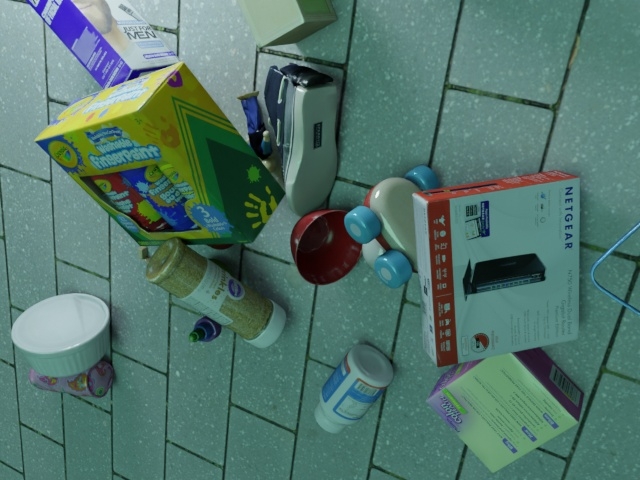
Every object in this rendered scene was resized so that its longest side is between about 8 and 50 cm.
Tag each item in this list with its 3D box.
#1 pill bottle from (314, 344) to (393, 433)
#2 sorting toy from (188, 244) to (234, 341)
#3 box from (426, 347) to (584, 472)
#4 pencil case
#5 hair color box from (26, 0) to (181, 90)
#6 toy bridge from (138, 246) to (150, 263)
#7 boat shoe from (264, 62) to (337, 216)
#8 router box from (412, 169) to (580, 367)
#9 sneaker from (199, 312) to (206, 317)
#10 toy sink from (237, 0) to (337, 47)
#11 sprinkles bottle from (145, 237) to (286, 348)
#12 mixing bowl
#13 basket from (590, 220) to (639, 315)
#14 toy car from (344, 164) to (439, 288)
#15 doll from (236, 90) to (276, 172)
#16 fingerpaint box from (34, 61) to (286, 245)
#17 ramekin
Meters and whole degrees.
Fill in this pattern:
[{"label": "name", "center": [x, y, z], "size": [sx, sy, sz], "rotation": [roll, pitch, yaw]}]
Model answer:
[{"label": "pill bottle", "center": [0.073, 0.368, 1.598], "size": [0.124, 0.124, 0.221], "rotation": [39, 122, 10]}, {"label": "sorting toy", "center": [-0.295, 0.095, 1.657], "size": [0.127, 0.126, 0.366], "rotation": [11, 103, 16]}, {"label": "box", "center": [0.397, 0.341, 1.418], "size": [0.213, 0.117, 0.243], "rotation": [46, 122, 5]}, {"label": "pencil case", "center": [-0.795, 0.432, 2.093], "size": [0.284, 0.124, 0.124], "rotation": [-2, 107, 30]}, {"label": "hair color box", "center": [-0.511, -0.498, 1.545], "size": [0.339, 0.185, 0.110], "rotation": [47, 123, 4]}, {"label": "toy bridge", "center": [-0.427, 0.067, 1.808], "size": [0.188, 0.026, 0.063], "rotation": [15, 116, 23]}, {"label": "boat shoe", "center": [-0.051, -0.230, 1.458], "size": [0.158, 0.127, 0.341], "rotation": [42, 136, 40]}, {"label": "router box", "center": [0.342, 0.052, 1.262], "size": [0.301, 0.082, 0.335], "rotation": [-10, 108, -8]}, {"label": "sneaker", "center": [-0.306, 0.189, 1.781], "size": [0.058, 0.052, 0.135], "rotation": [5, 102, 34]}, {"label": "toy sink", "center": [-0.086, -0.530, 1.326], "size": [0.131, 0.153, 0.234], "rotation": [-20, 97, 32]}, {"label": "sprinkles bottle", "center": [-0.245, 0.132, 1.575], "size": [0.121, 0.121, 0.355], "rotation": [-28, 129, 33]}, {"label": "mixing bowl", "center": [0.000, 0.000, 1.490], "size": [0.098, 0.181, 0.181], "rotation": [37, 129, 51]}, {"label": "basket", "center": [0.649, 0.032, 1.116], "size": [0.254, 0.201, 0.289], "rotation": [37, 112, 10]}, {"label": "toy car", "center": [0.145, -0.009, 1.405], "size": [0.210, 0.219, 0.238], "rotation": [55, 152, 0]}, {"label": "doll", "center": [-0.143, -0.245, 1.510], "size": [0.129, 0.046, 0.189], "rotation": [11, 118, 62]}, {"label": "fingerpaint box", "center": [-0.363, -0.162, 1.461], "size": [0.444, 0.163, 0.371], "rotation": [-1, 137, 43]}, {"label": "ramekin", "center": [-0.751, 0.285, 1.932], "size": [0.272, 0.273, 0.127], "rotation": [14, 127, 23]}]
